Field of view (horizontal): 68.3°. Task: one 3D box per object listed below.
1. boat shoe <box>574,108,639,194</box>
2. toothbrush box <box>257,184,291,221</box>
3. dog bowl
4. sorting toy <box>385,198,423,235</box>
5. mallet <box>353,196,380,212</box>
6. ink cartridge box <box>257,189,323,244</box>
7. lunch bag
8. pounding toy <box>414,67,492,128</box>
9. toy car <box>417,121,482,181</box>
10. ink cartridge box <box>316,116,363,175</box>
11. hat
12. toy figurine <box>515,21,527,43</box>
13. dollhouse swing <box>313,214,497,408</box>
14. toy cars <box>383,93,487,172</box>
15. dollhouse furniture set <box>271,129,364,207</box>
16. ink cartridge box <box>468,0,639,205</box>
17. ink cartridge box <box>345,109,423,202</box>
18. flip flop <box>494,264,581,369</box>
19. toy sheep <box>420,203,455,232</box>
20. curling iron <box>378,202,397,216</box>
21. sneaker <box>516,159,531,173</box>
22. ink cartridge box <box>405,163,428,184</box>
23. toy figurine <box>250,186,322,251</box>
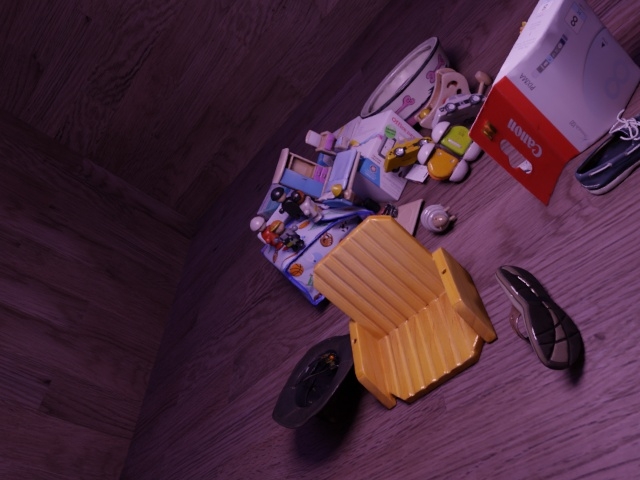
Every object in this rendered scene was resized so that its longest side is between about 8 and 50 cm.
[{"bbox_3d":[0.662,-0.216,1.019,0.254,0.079,0.095,-47,27,20],"label":"boat shoe"},{"bbox_3d":[-0.179,-0.214,2.451,0.296,0.126,0.216,-8,53,59],"label":"toothbrush box"},{"bbox_3d":[0.350,-0.590,1.862,0.408,0.150,0.408,-44,17,18],"label":"dog bowl"},{"bbox_3d":[0.254,-0.036,1.590,0.193,0.038,0.208,-17,41,53],"label":"sorting toy"},{"bbox_3d":[0.162,-0.143,1.838,0.039,0.062,0.190,-58,25,-5],"label":"mallet"},{"bbox_3d":[-0.082,-0.120,2.014,0.330,0.071,0.324,-51,-17,13],"label":"ink cartridge box"},{"bbox_3d":[0.000,0.000,1.777,0.385,0.239,0.328,-43,24,-7],"label":"lunch bag"},{"bbox_3d":[0.450,-0.493,1.629,0.269,0.154,0.154,-48,27,19],"label":"pounding toy"},{"bbox_3d":[0.406,-0.273,1.496,0.182,0.159,0.136,-57,-11,1],"label":"toy car"},{"bbox_3d":[0.132,-0.384,2.043,0.233,0.171,0.168,-23,42,51],"label":"ink cartridge box"},{"bbox_3d":[0.018,0.426,1.349,0.331,0.134,0.331,-38,14,11],"label":"hat"},{"bbox_3d":[0.618,-0.415,1.282,0.362,0.217,0.191,42,-120,-73],"label":"toy figurine"},{"bbox_3d":[0.171,0.169,1.181,0.347,0.305,0.315,-43,29,26],"label":"dollhouse swing"},{"bbox_3d":[0.364,-0.370,1.578,0.394,0.176,0.087,-39,63,23],"label":"toy cars"},{"bbox_3d":[0.006,-0.282,1.655,0.303,0.198,0.286,6,78,62],"label":"dollhouse furniture set"},{"bbox_3d":[0.543,-0.317,1.079,0.384,0.308,0.091,-60,24,-7],"label":"ink cartridge box"},{"bbox_3d":[0.220,-0.307,1.768,0.197,0.198,0.270,2,62,61],"label":"ink cartridge box"},{"bbox_3d":[0.433,0.158,0.978,0.277,0.112,0.080,-102,25,-54],"label":"flip flop"},{"bbox_3d":[0.343,-0.067,1.409,0.091,0.091,0.132,-55,12,3],"label":"toy sheep"},{"bbox_3d":[0.171,-0.018,1.620,0.274,0.035,0.068,-52,22,2],"label":"curling iron"},{"bbox_3d":[0.564,-0.220,1.223,0.135,0.058,0.052,-33,34,41],"label":"sneaker"},{"bbox_3d":[0.349,-0.229,1.646,0.062,0.029,0.115,-55,26,1],"label":"ink cartridge box"},{"bbox_3d":[-0.121,-0.079,1.641,0.213,0.148,0.210,-55,28,-15],"label":"toy figurine"}]
